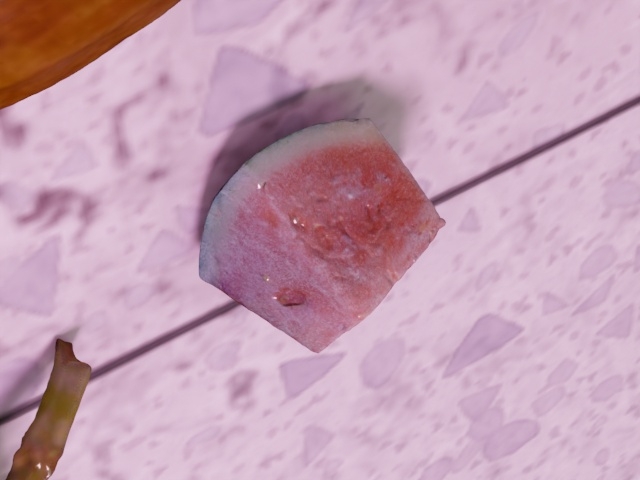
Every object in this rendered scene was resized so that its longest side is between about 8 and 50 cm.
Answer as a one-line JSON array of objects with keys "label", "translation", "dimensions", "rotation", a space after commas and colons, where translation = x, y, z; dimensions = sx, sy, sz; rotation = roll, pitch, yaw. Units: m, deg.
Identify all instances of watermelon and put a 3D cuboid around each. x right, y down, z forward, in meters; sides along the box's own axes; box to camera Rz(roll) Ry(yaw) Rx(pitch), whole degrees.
[{"label": "watermelon", "translation": [0.002, -0.005, 0.760], "dimensions": [0.084, 0.072, 0.092], "rotation": [-56, 142, -7]}]

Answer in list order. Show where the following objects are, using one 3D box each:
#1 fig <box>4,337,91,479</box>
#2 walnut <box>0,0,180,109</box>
[{"label": "fig", "translation": [-0.148, 0.158, 0.764], "dimensions": [0.159, 0.159, 0.257], "rotation": [25, 89, -53]}, {"label": "walnut", "translation": [-0.088, -0.099, 0.541], "dimensions": [0.207, 0.115, 0.116], "rotation": [-35, 146, 6]}]
